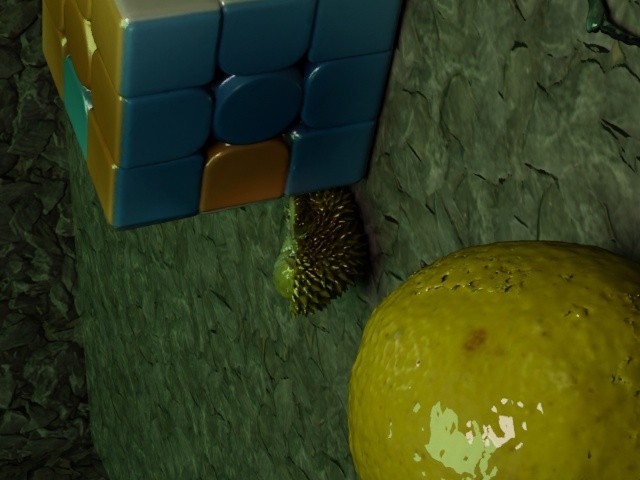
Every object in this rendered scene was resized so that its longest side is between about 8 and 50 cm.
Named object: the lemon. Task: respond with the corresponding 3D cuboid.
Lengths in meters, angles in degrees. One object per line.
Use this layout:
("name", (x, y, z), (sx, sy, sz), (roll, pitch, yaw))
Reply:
("lemon", (0.158, 0.126, 1.017), (0.310, 0.258, 0.257), (12, 113, 58))

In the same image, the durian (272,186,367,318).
("durian", (0.000, 0.000, 1.608), (0.208, 0.102, 0.146), (-90, 7, -50))

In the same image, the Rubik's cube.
("Rubik's cube", (-0.114, -0.226, 1.486), (0.291, 0.291, 0.291), (101, 149, -49))

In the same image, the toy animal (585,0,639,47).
("toy animal", (0.234, -0.161, 0.950), (0.253, 0.070, 0.079), (135, 157, -80))
